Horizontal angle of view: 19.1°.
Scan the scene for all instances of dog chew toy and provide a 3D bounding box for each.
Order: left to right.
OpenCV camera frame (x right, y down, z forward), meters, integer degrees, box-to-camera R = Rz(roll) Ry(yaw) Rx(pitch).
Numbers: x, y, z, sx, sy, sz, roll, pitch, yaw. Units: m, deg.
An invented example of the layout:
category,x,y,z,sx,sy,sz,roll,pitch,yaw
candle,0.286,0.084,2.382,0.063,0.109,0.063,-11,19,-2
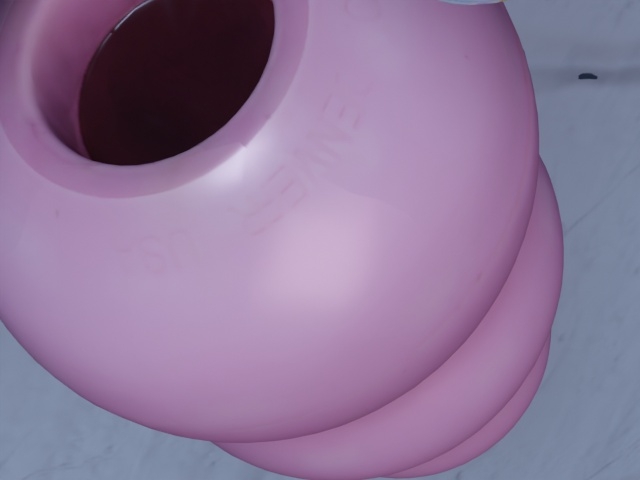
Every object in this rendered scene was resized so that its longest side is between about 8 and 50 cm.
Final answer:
category,x,y,z,sx,sy,sz,roll,pitch,yaw
dog chew toy,0.000,0.000,0.737,0.206,0.206,0.332,-37,150,2

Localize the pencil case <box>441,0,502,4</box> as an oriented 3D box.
category,x,y,z,sx,sy,sz,roll,pitch,yaw
pencil case,-0.011,-0.178,0.481,0.113,0.273,0.124,-30,149,-17
